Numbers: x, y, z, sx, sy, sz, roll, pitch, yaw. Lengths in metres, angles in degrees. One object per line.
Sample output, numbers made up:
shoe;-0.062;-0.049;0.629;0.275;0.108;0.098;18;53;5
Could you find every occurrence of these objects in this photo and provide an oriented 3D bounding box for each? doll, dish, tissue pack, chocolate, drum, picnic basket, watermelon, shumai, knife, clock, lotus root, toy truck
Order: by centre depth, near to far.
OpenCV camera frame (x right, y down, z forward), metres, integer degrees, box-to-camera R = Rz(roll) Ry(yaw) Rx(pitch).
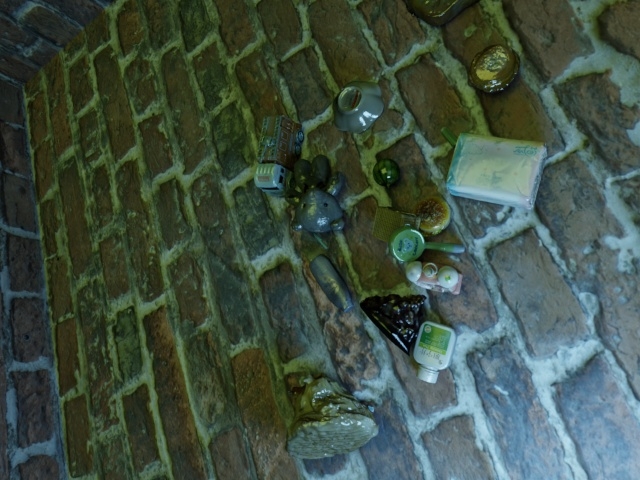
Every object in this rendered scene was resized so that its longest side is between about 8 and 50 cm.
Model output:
tissue pack;0.553;-0.223;1.515;0.270;0.124;0.202;15;90;30
clock;0.366;0.108;1.524;0.165;0.162;0.093;9;81;30
drum;0.339;-0.002;1.536;0.252;0.049;0.130;-10;105;-9
chocolate;0.256;0.222;1.547;0.177;0.206;0.224;-44;20;-8
picnic basket;0.253;-0.048;1.619;0.164;0.079;0.115;30;114;58
shumai;0.030;0.567;1.620;0.313;0.267;0.263;-9;45;5
watermelon;0.235;-0.238;1.710;0.108;0.109;0.109;-7;76;28
lotus root;0.454;-0.974;1.746;0.390;0.111;0.376;9;88;29
doll;-0.030;-0.185;1.808;0.245;0.158;0.341;-10;71;13
knife;0.000;0.000;1.839;0.014;0.005;0.091;-49;61;12
dish;0.127;-0.530;1.840;0.229;0.081;0.230;-6;76;27
toy truck;-0.176;-0.341;1.919;0.136;0.162;0.306;4;82;29

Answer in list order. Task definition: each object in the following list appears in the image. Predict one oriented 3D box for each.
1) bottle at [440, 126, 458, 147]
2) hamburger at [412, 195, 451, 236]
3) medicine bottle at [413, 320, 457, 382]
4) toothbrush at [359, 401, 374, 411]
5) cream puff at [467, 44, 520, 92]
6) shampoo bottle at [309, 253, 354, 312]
bottle;0.448;-0.358;1.653;0.030;0.030;0.083;-39;63;16
hamburger;0.370;-0.080;1.607;0.141;0.081;0.127;-48;61;12
medicine bottle;0.360;0.355;1.527;0.119;0.069;0.183;15;88;26
toothbrush;0.113;0.551;1.653;0.162;0.014;0.017;17;102;31
cream puff;0.572;-0.564;1.581;0.165;0.115;0.150;-8;82;18
shampoo bottle;0.042;0.159;1.755;0.087;0.049;0.234;-43;63;17
